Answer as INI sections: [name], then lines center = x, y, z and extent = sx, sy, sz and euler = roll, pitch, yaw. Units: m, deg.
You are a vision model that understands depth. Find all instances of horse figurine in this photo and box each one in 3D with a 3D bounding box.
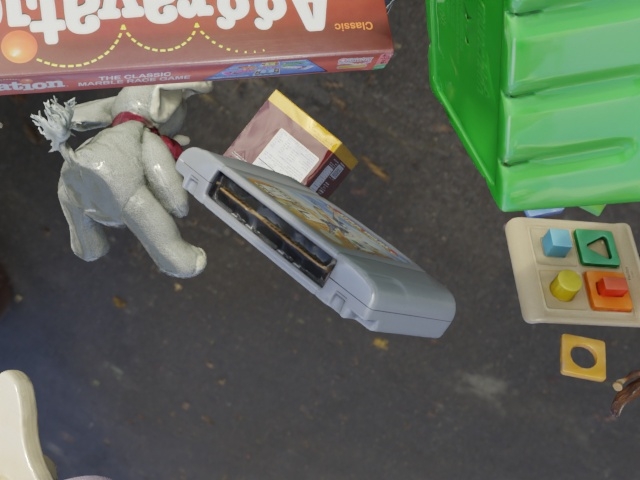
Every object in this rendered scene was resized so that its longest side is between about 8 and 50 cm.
[horse figurine]
center = 0.525, 0.184, 1.327
extent = 0.263, 0.174, 0.066
euler = -24, 84, 49

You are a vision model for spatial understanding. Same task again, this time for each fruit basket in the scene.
[fruit basket]
center = 0.270, -0.235, 0.758
extent = 0.392, 0.283, 0.392
euler = -15, 145, -11

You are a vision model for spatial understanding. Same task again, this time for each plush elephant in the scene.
[plush elephant]
center = -0.290, -0.139, 1.524
extent = 0.272, 0.255, 0.330
euler = 3, 130, 37

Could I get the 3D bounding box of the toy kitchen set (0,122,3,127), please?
[toy kitchen set]
center = -0.392, -0.148, 1.024
extent = 0.083, 0.068, 0.075
euler = 14, 166, 23

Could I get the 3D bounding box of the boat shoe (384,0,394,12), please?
[boat shoe]
center = 0.076, -0.334, 1.129
extent = 0.078, 0.070, 0.219
euler = 9, 118, -24

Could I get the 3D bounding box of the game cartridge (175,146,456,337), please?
[game cartridge]
center = 0.000, 0.000, 1.018
extent = 0.297, 0.062, 0.198
euler = 37, -163, 32

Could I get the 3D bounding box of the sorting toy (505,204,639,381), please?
[sorting toy]
center = 0.383, 0.040, 1.401
extent = 0.196, 0.348, 0.047
euler = 1, 146, -8

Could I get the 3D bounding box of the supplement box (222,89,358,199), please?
[supplement box]
center = -0.062, -0.099, 1.468
extent = 0.129, 0.194, 0.191
euler = 40, -177, 10

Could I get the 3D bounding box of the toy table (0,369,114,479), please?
[toy table]
center = -0.315, 0.275, 0.943
extent = 0.161, 0.252, 0.274
euler = 31, 175, 24

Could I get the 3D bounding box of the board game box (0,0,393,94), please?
[board game box]
center = -0.108, -0.154, 0.515
extent = 0.281, 0.145, 0.027
euler = -7, 169, -14
